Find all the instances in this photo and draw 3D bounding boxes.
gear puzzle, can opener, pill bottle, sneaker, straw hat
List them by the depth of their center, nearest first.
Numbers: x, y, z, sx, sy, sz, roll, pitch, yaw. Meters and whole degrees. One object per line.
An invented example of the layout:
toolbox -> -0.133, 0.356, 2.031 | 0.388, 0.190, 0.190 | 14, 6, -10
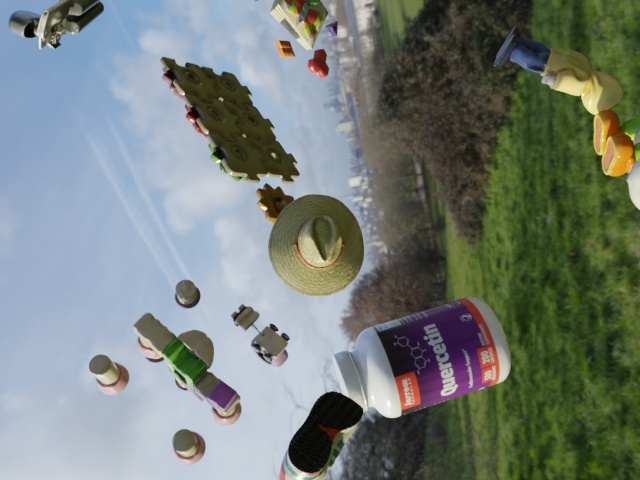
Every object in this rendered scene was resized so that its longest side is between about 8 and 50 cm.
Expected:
sneaker -> -0.004, 0.239, 0.664 | 0.075, 0.057, 0.161 | -64, -15, 23
straw hat -> 0.000, 0.000, 0.754 | 0.061, 0.145, 0.144 | 135, 127, -75
gear puzzle -> -0.122, -0.144, 0.893 | 0.175, 0.044, 0.339 | -6, -122, -53
can opener -> -0.501, -0.448, 1.094 | 0.283, 0.095, 0.076 | -89, 23, -54
pill bottle -> 0.196, 0.238, 1.131 | 0.181, 0.323, 0.181 | 163, 90, -83

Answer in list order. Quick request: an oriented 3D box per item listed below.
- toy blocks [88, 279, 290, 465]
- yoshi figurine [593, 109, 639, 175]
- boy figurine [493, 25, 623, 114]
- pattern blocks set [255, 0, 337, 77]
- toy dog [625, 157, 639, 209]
toy blocks -> -0.268, 0.277, 1.214 | 0.289, 0.309, 0.260 | 37, 155, 13
yoshi figurine -> 0.776, -0.240, 1.166 | 0.203, 0.362, 0.203 | 1, -94, -78
boy figurine -> 0.545, -0.386, 1.293 | 0.092, 0.285, 0.177 | -61, 3, 44
pattern blocks set -> -0.051, -0.617, 1.529 | 0.325, 0.026, 0.285 | 18, -98, -52
toy dog -> 0.689, -0.070, 0.891 | 0.408, 0.395, 0.284 | 50, 172, 49
